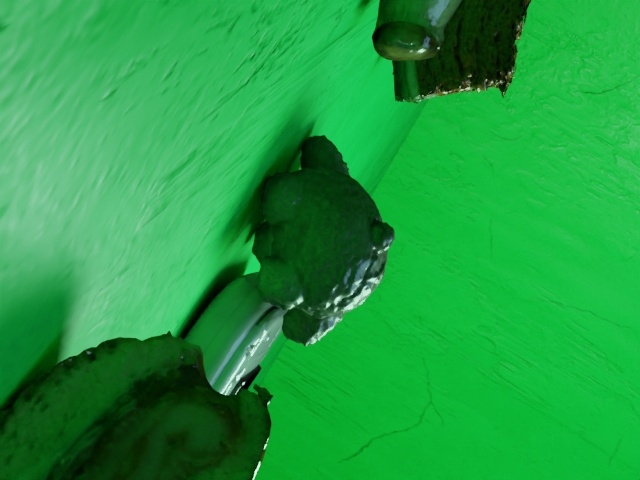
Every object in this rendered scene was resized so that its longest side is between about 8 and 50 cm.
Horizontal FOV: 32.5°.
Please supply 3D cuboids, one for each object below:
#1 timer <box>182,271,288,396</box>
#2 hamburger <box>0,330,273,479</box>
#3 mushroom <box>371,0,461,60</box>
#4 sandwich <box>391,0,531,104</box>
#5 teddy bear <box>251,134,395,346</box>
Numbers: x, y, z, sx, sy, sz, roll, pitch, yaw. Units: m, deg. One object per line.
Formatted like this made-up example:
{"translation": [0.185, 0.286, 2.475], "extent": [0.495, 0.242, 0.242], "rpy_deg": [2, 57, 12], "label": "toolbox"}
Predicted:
{"translation": [-0.124, 0.153, 1.331], "extent": [0.237, 0.087, 0.262], "rpy_deg": [-58, 175, 5], "label": "timer"}
{"translation": [-0.180, 0.229, 0.731], "extent": [0.330, 0.162, 0.209], "rpy_deg": [-58, 179, -35], "label": "hamburger"}
{"translation": [0.139, -0.315, 1.073], "extent": [0.312, 0.081, 0.100], "rpy_deg": [-62, 179, 4], "label": "mushroom"}
{"translation": [0.187, -0.281, 1.434], "extent": [0.079, 0.159, 0.235], "rpy_deg": [18, 84, -81], "label": "sandwich"}
{"translation": [0.001, 0.000, 1.231], "extent": [0.267, 0.151, 0.236], "rpy_deg": [-154, -111, -84], "label": "teddy bear"}
